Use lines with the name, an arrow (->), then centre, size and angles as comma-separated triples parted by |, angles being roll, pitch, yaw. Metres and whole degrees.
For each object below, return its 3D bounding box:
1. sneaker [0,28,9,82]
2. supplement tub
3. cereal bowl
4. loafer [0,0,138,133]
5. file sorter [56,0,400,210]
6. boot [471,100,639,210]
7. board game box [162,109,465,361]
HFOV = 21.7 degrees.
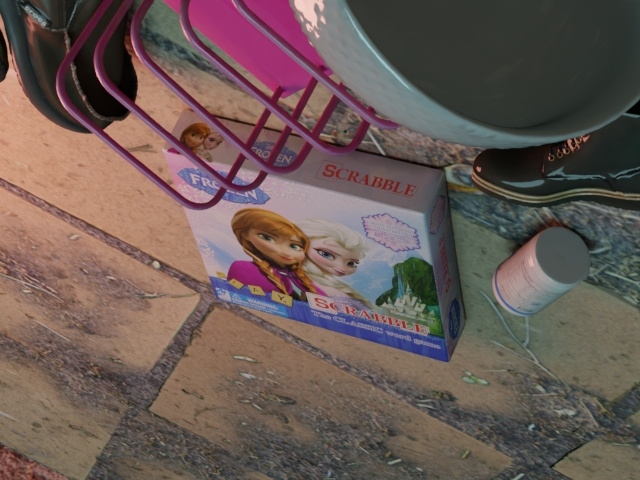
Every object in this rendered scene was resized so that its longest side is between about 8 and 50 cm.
sneaker -> -0.401, -0.311, 1.631 | 0.158, 0.182, 0.410 | 2, 146, 20
supplement tub -> 0.238, 0.035, 1.815 | 0.071, 0.071, 0.107 | 30, 150, -8
cereal bowl -> 0.103, -0.226, 1.226 | 0.339, 0.339, 0.141 | 37, 157, -21
loafer -> -0.246, -0.238, 1.673 | 0.130, 0.134, 0.366 | 0, 146, 16
file sorter -> -0.053, -0.164, 1.376 | 0.202, 0.182, 0.290 | 39, 149, -22
boot -> 0.239, -0.101, 1.602 | 0.197, 0.077, 0.137 | 1, 141, 14
board game box -> 0.000, 0.000, 1.947 | 0.318, 0.066, 0.318 | 14, 149, 19
